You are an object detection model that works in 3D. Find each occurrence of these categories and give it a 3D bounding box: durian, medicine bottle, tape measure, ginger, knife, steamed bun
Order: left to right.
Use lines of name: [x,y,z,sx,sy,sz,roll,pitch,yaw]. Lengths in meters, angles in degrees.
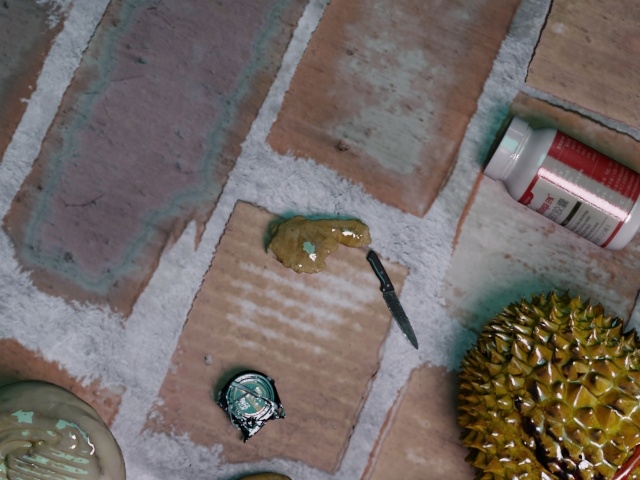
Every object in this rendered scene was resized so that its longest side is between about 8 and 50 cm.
steamed bun: [-0.403,0.345,1.689,0.310,0.219,0.324,-10,101,6]
tape measure: [-0.102,0.240,1.826,0.091,0.054,0.094,-31,87,-15]
ginger: [0.001,0.007,1.892,0.165,0.067,0.096,-5,55,-7]
knife: [0.113,0.094,1.911,0.023,0.010,0.170,-25,81,-12]
medicine bottle: [0.387,-0.091,1.927,0.250,0.131,0.131,28,74,2]
durian: [0.368,0.260,1.748,0.384,0.347,0.347,31,71,35]

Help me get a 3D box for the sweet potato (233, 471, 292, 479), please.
sweet potato: [-0.163,0.403,1.771,0.273,0.075,0.075,-31,80,-17]
